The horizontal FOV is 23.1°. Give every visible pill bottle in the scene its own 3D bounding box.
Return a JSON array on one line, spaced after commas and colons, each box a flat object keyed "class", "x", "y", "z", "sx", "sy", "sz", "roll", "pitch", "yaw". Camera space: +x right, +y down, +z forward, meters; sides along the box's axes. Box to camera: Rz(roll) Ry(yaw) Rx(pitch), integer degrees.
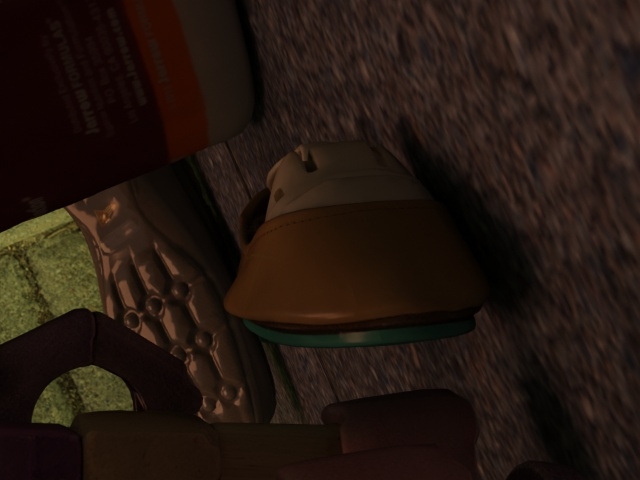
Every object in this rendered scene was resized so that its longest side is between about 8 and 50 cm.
[{"class": "pill bottle", "x": -0.250, "y": -0.084, "z": 0.755, "sx": 0.224, "sy": 0.392, "sz": 0.224, "roll": 158, "pitch": 90, "yaw": -81}]

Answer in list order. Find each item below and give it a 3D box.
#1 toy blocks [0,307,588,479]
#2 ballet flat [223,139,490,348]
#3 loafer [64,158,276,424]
[{"class": "toy blocks", "x": 0.003, "y": 0.179, "z": 0.498, "sx": 0.309, "sy": 0.260, "sz": 0.289, "roll": -169, "pitch": 81, "yaw": -75}, {"class": "ballet flat", "x": 0.000, "y": 0.000, "z": 0.544, "sx": 0.232, "sy": 0.080, "sz": 0.073, "roll": 163, "pitch": 102, "yaw": -79}, {"class": "loafer", "x": -0.116, "y": 0.002, "z": 1.149, "sx": 0.111, "sy": 0.112, "sz": 0.319, "roll": -14, "pitch": -103, "yaw": -63}]
